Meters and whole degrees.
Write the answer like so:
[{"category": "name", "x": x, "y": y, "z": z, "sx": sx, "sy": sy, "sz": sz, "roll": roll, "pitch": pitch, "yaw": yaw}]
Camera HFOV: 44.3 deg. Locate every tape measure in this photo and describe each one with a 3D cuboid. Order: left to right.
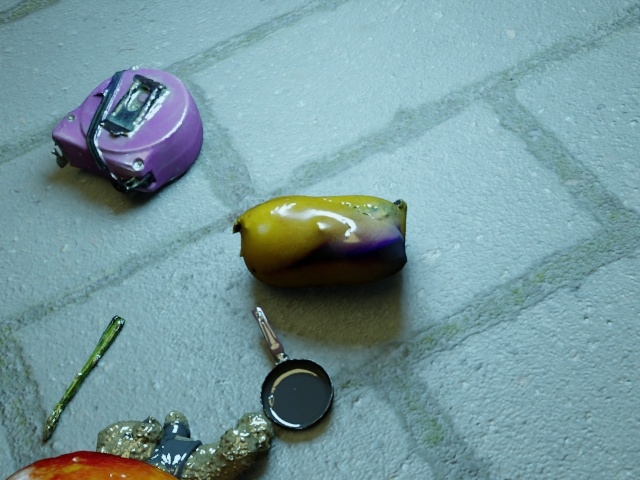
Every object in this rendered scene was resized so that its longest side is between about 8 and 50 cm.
[{"category": "tape measure", "x": -0.346, "y": -0.204, "z": 1.466, "sx": 0.232, "sy": 0.149, "sz": 0.245, "roll": 20, "pitch": 63, "yaw": 21}]

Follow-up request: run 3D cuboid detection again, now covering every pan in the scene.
[{"category": "pan", "x": -0.058, "y": 0.198, "z": 1.231, "sx": 0.115, "sy": 0.040, "sz": 0.212, "roll": -26, "pitch": 65, "yaw": -7}]

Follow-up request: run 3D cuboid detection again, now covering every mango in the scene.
[{"category": "mango", "x": 0.000, "y": 0.000, "z": 1.266, "sx": 0.288, "sy": 0.201, "sz": 0.152, "roll": -3, "pitch": 77, "yaw": 20}]

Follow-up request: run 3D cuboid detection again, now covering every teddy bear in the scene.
[{"category": "teddy bear", "x": -0.198, "y": 0.318, "z": 1.130, "sx": 0.252, "sy": 0.182, "sz": 0.129, "roll": 2, "pitch": 90, "yaw": 4}]

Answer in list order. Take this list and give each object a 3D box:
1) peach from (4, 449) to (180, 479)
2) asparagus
[{"category": "peach", "x": -0.269, "y": 0.438, "z": 0.915, "sx": 0.389, "sy": 0.388, "sz": 0.388, "roll": -4, "pitch": 58, "yaw": 6}, {"category": "asparagus", "x": -0.388, "y": 0.221, "z": 1.282, "sx": 0.022, "sy": 0.023, "sz": 0.232, "roll": -16, "pitch": 40, "yaw": 55}]
